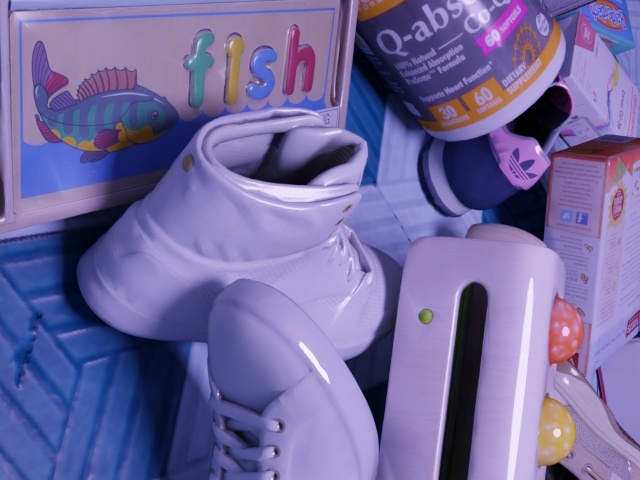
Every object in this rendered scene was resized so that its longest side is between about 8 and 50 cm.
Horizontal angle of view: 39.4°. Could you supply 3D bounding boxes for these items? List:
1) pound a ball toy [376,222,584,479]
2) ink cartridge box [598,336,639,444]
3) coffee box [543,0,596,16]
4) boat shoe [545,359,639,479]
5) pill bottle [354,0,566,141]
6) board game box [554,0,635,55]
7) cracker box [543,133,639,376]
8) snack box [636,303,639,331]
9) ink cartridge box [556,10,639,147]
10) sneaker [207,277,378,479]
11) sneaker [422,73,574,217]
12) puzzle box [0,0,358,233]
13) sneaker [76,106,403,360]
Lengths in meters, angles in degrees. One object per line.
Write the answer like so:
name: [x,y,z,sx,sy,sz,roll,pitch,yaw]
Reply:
pound a ball toy: [0.150,0.127,0.744,0.208,0.136,0.319,27,70,-65]
ink cartridge box: [0.449,0.202,1.105,0.237,0.100,0.172,3,77,-46]
coffee box: [0.211,-0.345,1.018,0.246,0.098,0.141,-3,81,-47]
boat shoe: [0.272,0.225,0.924,0.098,0.109,0.302,-44,118,-3]
pill bottle: [0.088,-0.236,0.808,0.278,0.162,0.162,46,49,-27]
board game box: [0.354,-0.366,1.213,0.160,0.047,0.210,4,75,-46]
cracker box: [0.298,0.011,0.966,0.156,0.067,0.232,-19,115,-50]
snack box: [0.395,0.010,1.129,0.207,0.070,0.174,-18,91,-49]
ink cartridge box: [0.345,-0.175,1.131,0.198,0.067,0.115,40,52,-32]
sneaker: [-0.031,0.170,0.566,0.123,0.106,0.290,-35,122,-40]
sneaker: [0.220,-0.153,0.945,0.112,0.131,0.319,46,49,-25]
puzzle box: [-0.114,-0.160,0.561,0.409,0.052,0.272,-20,122,-47]
sneaker: [0.000,0.000,0.629,0.292,0.169,0.108,7,48,-46]
